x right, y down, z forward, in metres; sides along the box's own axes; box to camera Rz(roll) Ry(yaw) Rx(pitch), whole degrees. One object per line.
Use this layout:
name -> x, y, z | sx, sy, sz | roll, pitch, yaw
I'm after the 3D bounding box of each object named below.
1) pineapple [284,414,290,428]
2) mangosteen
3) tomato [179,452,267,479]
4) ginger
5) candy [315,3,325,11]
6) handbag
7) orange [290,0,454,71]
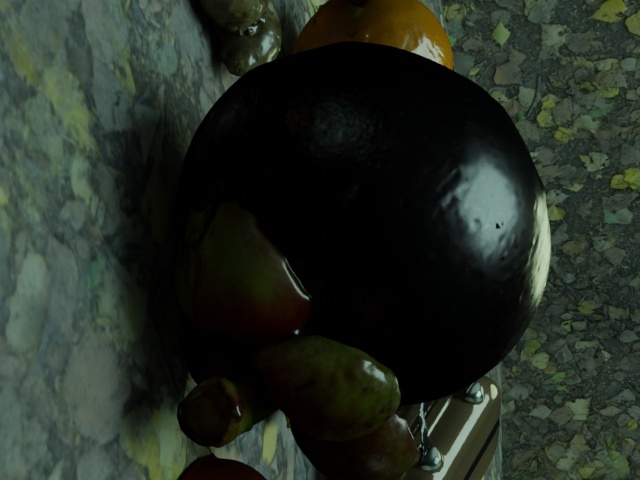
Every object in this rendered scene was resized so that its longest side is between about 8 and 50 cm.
pineapple -> 0.022, 0.122, 1.250 | 0.250, 0.164, 0.139 | -39, 113, -68
mangosteen -> 0.032, 0.025, 0.947 | 0.382, 0.382, 0.435 | 65, 32, -49
tomato -> -0.076, 0.315, 0.943 | 0.225, 0.085, 0.225 | -8, 90, -72
ginger -> -0.099, -0.276, 1.118 | 0.204, 0.080, 0.104 | 70, 25, -45
candy -> 0.016, -0.297, 1.638 | 0.102, 0.032, 0.178 | 60, 27, -56
handbag -> 0.146, 0.296, 1.409 | 0.302, 0.149, 0.283 | -45, 143, -40
orange -> 0.074, -0.249, 1.448 | 0.246, 0.246, 0.246 | -7, 90, -75
